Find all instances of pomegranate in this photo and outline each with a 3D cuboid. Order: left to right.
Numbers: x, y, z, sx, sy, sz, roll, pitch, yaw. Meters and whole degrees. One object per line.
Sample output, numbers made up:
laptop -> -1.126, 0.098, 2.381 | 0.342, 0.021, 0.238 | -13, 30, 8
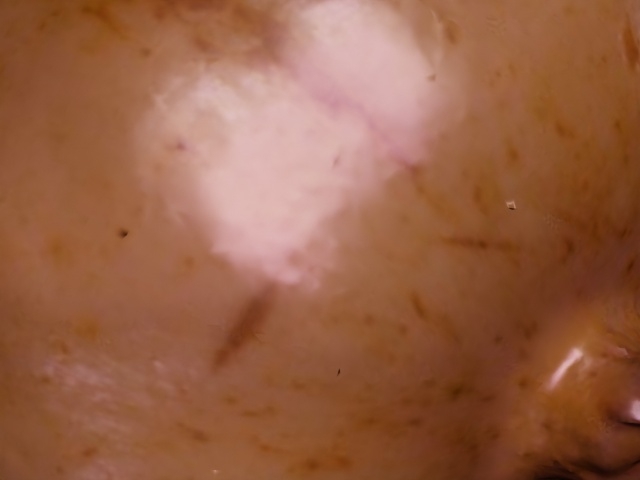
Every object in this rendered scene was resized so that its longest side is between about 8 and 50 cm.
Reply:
pomegranate -> 0.000, 0.000, 0.643 | 0.342, 0.342, 0.342 | 4, 62, -7
